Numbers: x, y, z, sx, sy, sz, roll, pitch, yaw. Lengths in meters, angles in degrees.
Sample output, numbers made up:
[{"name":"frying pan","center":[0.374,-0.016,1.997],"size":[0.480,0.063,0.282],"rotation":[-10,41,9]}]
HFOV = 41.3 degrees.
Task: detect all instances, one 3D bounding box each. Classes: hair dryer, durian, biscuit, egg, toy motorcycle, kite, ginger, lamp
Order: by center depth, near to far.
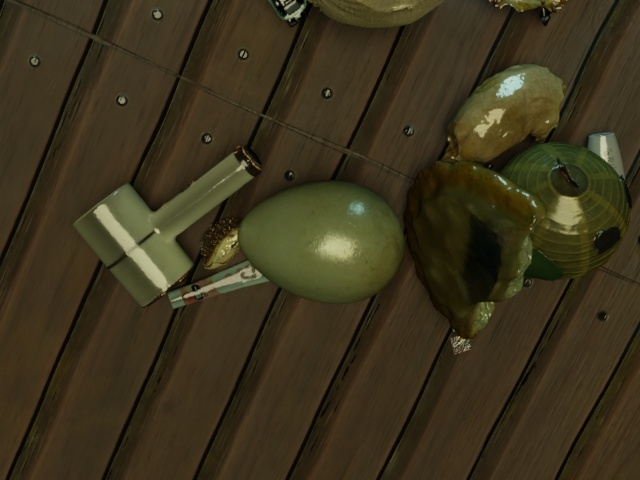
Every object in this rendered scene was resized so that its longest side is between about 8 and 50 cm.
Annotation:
[{"name":"toy motorcycle","center":[-0.083,-0.453,1.470],"size":[0.058,0.100,0.173],"rotation":[-34,103,3]},{"name":"lamp","center":[0.412,-0.065,1.471],"size":[0.250,0.284,0.250],"rotation":[-3,64,5]},{"name":"biscuit","center":[0.259,0.027,1.478],"size":[0.078,0.329,0.334],"rotation":[-19,110,-30]},{"name":"egg","center":[0.000,0.000,1.499],"size":[0.296,0.218,0.218],"rotation":[6,100,9]},{"name":"hair dryer","center":[-0.240,-0.059,1.505],"size":[0.362,0.128,0.203],"rotation":[-36,99,11]},{"name":"ginger","center":[0.326,-0.222,1.511],"size":[0.267,0.138,0.152],"rotation":[-22,106,-3]},{"name":"durian","center":[-0.182,-0.001,1.586],"size":[0.130,0.052,0.066],"rotation":[-43,138,8]},{"name":"kite","center":[0.286,0.192,1.652],"size":[0.078,0.002,0.044],"rotation":[-35,100,5]}]

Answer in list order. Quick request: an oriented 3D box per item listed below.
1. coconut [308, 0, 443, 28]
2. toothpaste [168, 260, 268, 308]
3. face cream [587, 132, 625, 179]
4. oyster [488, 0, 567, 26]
[{"name":"coconut","center":[0.097,-0.516,1.315],"size":[0.347,0.360,0.346],"rotation":[0,85,2]},{"name":"toothpaste","center":[-0.183,0.079,1.597],"size":[0.205,0.036,0.056],"rotation":[-19,99,-3]},{"name":"face cream","center":[0.531,-0.108,1.581],"size":[0.072,0.051,0.182],"rotation":[-10,100,-3]},{"name":"oyster","center":[0.399,-0.558,1.457],"size":[0.221,0.096,0.361],"rotation":[29,103,-36]}]
